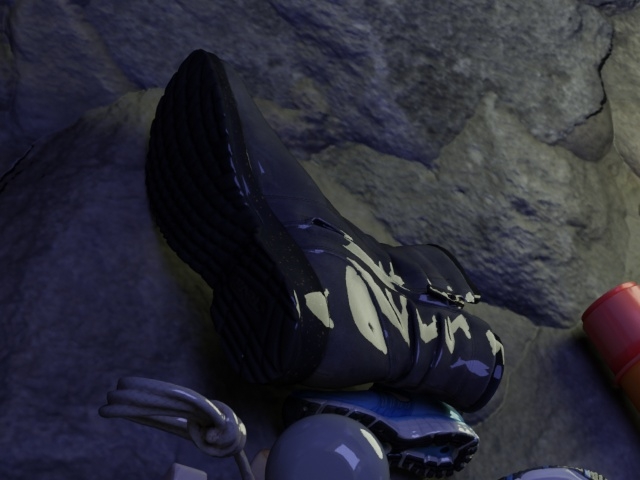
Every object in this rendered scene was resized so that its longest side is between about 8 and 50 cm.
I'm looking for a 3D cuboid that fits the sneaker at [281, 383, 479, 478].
[{"bbox_3d":[0.040,0.140,1.395,0.162,0.063,0.073,13,31,-27],"label":"sneaker"}]

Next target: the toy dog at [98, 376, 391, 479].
[{"bbox_3d":[-0.005,0.211,1.166,0.334,0.220,0.161,37,63,-59],"label":"toy dog"}]

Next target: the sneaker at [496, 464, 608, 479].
[{"bbox_3d":[0.213,0.236,1.397,0.211,0.080,0.081,17,46,-18],"label":"sneaker"}]

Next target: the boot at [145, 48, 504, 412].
[{"bbox_3d":[0.000,0.000,1.435,0.223,0.118,0.338,11,44,-36],"label":"boot"}]

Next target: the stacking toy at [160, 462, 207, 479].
[{"bbox_3d":[-0.079,0.312,1.034,0.130,0.309,0.279,22,37,-26],"label":"stacking toy"}]

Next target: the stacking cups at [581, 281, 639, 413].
[{"bbox_3d":[0.335,0.175,1.518,0.096,0.096,0.316,-12,60,-37],"label":"stacking cups"}]
